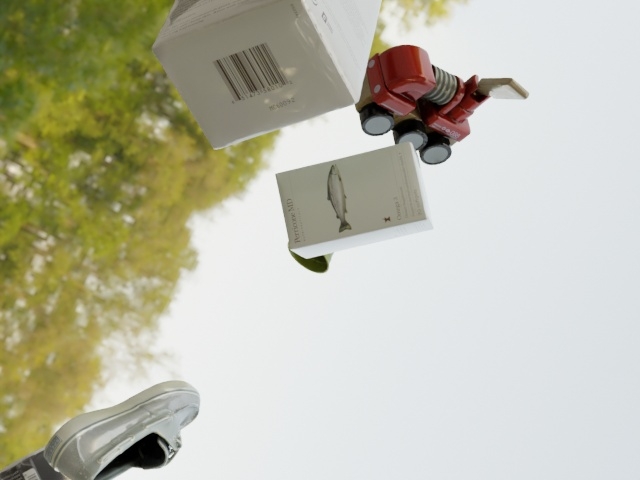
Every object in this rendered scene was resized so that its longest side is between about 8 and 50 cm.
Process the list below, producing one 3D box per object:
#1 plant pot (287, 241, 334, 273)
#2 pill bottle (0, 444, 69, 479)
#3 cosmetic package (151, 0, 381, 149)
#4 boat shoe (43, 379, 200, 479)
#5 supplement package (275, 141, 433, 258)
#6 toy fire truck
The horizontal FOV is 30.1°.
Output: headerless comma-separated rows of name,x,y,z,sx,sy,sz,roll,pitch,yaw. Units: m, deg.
plant pot,0.000,0.000,2.017,0.079,0.083,0.083,-51,-169,-31
pill bottle,-0.390,0.441,1.842,0.130,0.246,0.130,-27,174,-3
cosmetic package,-0.044,-0.294,1.420,0.196,0.155,0.366,-15,-146,24
boat shoe,-0.197,0.219,1.298,0.227,0.081,0.079,-14,140,-56
supplement package,0.045,-0.050,1.532,0.105,0.179,0.105,32,45,-79
toy fire truck,0.204,-0.246,1.977,0.246,0.217,0.159,-38,-135,34
